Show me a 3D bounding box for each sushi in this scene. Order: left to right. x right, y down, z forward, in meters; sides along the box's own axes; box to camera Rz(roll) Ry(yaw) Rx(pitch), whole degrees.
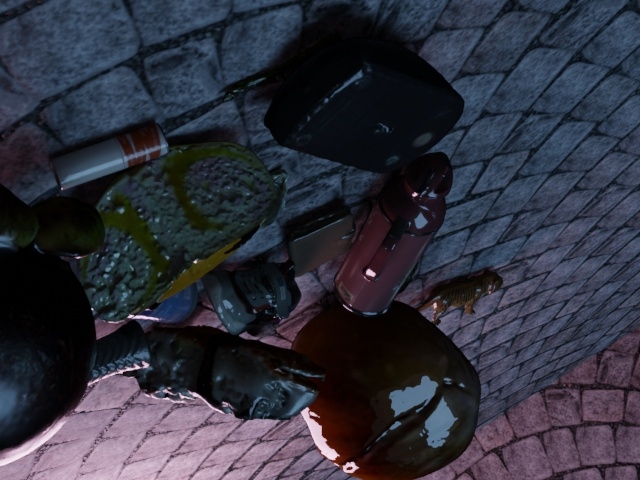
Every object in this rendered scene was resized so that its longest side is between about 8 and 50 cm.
[{"bbox_3d":[-0.156,0.207,1.600,0.124,0.332,0.129,18,85,-64],"label":"sushi"}]

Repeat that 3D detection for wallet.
[{"bbox_3d":[0.000,0.000,1.613,0.118,0.038,0.152,-24,157,-12],"label":"wallet"}]

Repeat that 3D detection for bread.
[{"bbox_3d":[-0.192,-0.013,1.266,0.261,0.158,0.156,-34,176,-31],"label":"bread"}]

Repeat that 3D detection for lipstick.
[{"bbox_3d":[-0.241,-0.096,1.177,0.131,0.038,0.038,-22,153,-18],"label":"lipstick"}]

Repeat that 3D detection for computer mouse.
[{"bbox_3d":[0.057,-0.176,1.285,0.170,0.100,0.269,-43,150,25],"label":"computer mouse"}]

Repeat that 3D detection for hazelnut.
[{"bbox_3d":[0.117,0.266,1.882,0.315,0.373,0.372,-61,172,-34],"label":"hazelnut"}]

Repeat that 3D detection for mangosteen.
[{"bbox_3d":[-0.382,0.081,1.060,0.330,0.330,0.330,-25,154,-13],"label":"mangosteen"}]

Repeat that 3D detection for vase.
[{"bbox_3d":[-0.367,0.191,1.496,0.238,0.115,0.115,-19,152,-28],"label":"vase"}]

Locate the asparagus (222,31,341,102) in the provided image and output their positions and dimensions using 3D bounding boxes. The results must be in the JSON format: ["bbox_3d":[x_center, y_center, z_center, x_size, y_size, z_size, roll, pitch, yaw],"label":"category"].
[{"bbox_3d":[-0.048,-0.206,1.220,0.163,0.016,0.016,-28,-179,-6],"label":"asparagus"}]

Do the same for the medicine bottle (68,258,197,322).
[{"bbox_3d":[-0.259,0.065,1.399,0.083,0.083,0.203,-41,151,20],"label":"medicine bottle"}]

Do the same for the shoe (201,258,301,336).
[{"bbox_3d":[-0.090,0.082,1.584,0.126,0.099,0.227,-29,161,13],"label":"shoe"}]

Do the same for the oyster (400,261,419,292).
[{"bbox_3d":[0.130,0.071,1.867,0.148,0.051,0.103,7,133,-49],"label":"oyster"}]

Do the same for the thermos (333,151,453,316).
[{"bbox_3d":[0.111,-0.008,1.632,0.136,0.109,0.330,-18,152,-32],"label":"thermos"}]

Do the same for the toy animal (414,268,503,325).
[{"bbox_3d":[0.271,0.116,2.106,0.241,0.056,0.099,-11,142,-32],"label":"toy animal"}]

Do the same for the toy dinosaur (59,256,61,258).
[{"bbox_3d":[-0.339,0.006,1.261,0.220,0.032,0.108,-35,154,2],"label":"toy dinosaur"}]

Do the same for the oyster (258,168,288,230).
[{"bbox_3d":[-0.098,-0.056,1.425,0.100,0.037,0.098,-2,128,-12],"label":"oyster"}]
